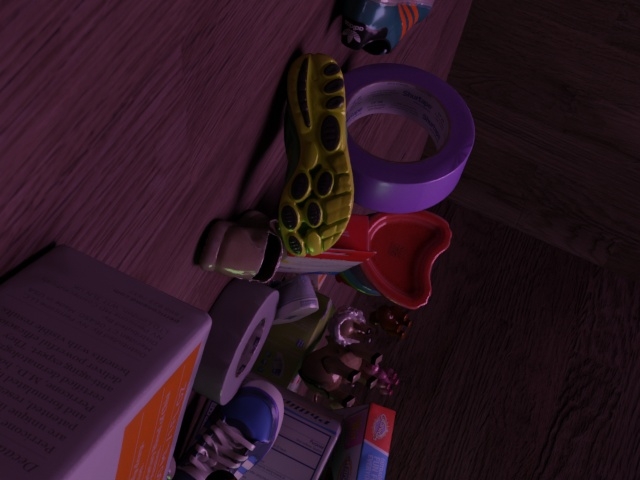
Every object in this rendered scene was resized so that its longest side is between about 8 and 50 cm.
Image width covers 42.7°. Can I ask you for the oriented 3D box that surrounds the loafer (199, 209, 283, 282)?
[{"bbox_3d":[-0.101,0.018,1.233,0.268,0.092,0.102,-29,142,-76],"label":"loafer"}]

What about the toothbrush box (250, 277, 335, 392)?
[{"bbox_3d":[-0.080,0.249,1.905,0.283,0.122,0.206,-63,170,-9],"label":"toothbrush box"}]

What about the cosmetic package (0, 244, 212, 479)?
[{"bbox_3d":[-0.262,0.212,0.566,0.453,0.161,0.230,-51,163,-58],"label":"cosmetic package"}]

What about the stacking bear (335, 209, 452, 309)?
[{"bbox_3d":[0.101,0.032,1.557,0.175,0.164,0.289,-68,-168,-11],"label":"stacking bear"}]

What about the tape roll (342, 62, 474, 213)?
[{"bbox_3d":[0.129,-0.185,1.453,0.090,0.274,0.275,99,17,-57],"label":"tape roll"}]

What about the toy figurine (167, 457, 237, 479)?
[{"bbox_3d":[-0.207,0.353,1.118,0.148,0.213,0.210,-45,157,-33],"label":"toy figurine"}]

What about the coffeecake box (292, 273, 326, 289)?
[{"bbox_3d":[0.000,0.000,1.697,0.142,0.068,0.185,-61,170,-21],"label":"coffeecake box"}]

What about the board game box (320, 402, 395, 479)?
[{"bbox_3d":[0.030,0.483,1.741,0.316,0.064,0.242,-28,-135,58],"label":"board game box"}]

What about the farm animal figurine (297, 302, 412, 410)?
[{"bbox_3d":[0.055,0.286,1.885,0.326,0.172,0.330,-1,111,-61],"label":"farm animal figurine"}]

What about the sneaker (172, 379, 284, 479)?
[{"bbox_3d":[-0.200,0.412,1.450,0.323,0.130,0.236,-50,178,21],"label":"sneaker"}]

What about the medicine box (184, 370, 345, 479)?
[{"bbox_3d":[-0.129,0.446,1.664,0.289,0.263,0.149,-66,172,4],"label":"medicine box"}]

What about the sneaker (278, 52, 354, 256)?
[{"bbox_3d":[-0.003,-0.123,1.208,0.123,0.109,0.296,-86,180,-84],"label":"sneaker"}]

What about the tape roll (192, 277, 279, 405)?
[{"bbox_3d":[-0.151,0.171,1.422,0.219,0.072,0.219,24,90,-81],"label":"tape roll"}]

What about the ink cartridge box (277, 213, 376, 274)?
[{"bbox_3d":[-0.003,0.003,1.379,0.231,0.134,0.078,148,-55,-70],"label":"ink cartridge box"}]

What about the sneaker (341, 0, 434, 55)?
[{"bbox_3d":[0.102,-0.376,1.372,0.302,0.108,0.121,-28,143,-63],"label":"sneaker"}]

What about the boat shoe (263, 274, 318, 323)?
[{"bbox_3d":[-0.076,0.114,1.563,0.227,0.079,0.081,-26,-112,55],"label":"boat shoe"}]
